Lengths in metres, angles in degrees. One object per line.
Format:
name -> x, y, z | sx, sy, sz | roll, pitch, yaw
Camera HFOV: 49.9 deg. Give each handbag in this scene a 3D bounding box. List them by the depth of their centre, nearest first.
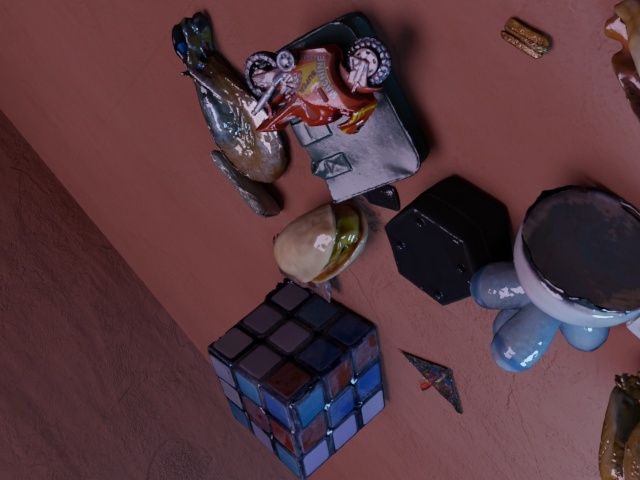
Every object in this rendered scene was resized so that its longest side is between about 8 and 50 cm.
handbag -> 0.047, -0.246, 1.318 | 0.238, 0.089, 0.327 | -18, 111, 35

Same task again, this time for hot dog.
hot dog -> 0.307, -0.302, 1.027 | 0.083, 0.021, 0.037 | 43, 129, 22

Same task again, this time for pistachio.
pistachio -> 0.000, 0.000, 1.647 | 0.188, 0.187, 0.299 | 54, 145, -2

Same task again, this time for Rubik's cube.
Rubik's cube -> -0.054, 0.385, 1.956 | 0.363, 0.362, 0.359 | 28, 140, 35

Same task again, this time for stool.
stool -> 0.244, 0.004, 1.325 | 0.232, 0.141, 0.232 | 36, 147, 27

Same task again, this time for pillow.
pillow -> -0.199, -0.150, 1.827 | 0.051, 0.128, 0.229 | -43, 84, 16
pillow -> -0.050, 0.073, 1.917 | 0.248, 0.049, 0.135 | 25, 140, 46

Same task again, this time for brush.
brush -> 0.098, -0.109, 1.537 | 0.193, 0.016, 0.063 | 20, 137, 43

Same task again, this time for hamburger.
hamburger -> 0.574, 0.360, 1.149 | 0.146, 0.243, 0.286 | -23, 87, 62

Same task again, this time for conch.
conch -> 0.462, -0.201, 0.849 | 0.158, 0.127, 0.255 | 51, -162, -75

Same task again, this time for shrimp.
shrimp -> -0.220, -0.330, 1.671 | 0.221, 0.110, 0.446 | -3, 123, 49

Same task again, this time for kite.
kite -> 0.292, 0.356, 1.778 | 0.232, 0.009, 0.189 | 48, 152, 11

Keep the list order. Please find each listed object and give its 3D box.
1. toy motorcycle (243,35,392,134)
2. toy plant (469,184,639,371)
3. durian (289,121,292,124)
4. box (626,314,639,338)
toy motorcycle -> -0.007, -0.267, 1.218 | 0.297, 0.089, 0.171 | 2, 120, 31
toy plant -> 0.380, 0.094, 1.139 | 0.247, 0.247, 0.332 | 42, 149, 18
durian -> -0.022, -0.274, 1.453 | 0.148, 0.091, 0.189 | 29, 141, 35
box -> 0.615, 0.168, 1.041 | 0.269, 0.079, 0.135 | 43, 149, 16
